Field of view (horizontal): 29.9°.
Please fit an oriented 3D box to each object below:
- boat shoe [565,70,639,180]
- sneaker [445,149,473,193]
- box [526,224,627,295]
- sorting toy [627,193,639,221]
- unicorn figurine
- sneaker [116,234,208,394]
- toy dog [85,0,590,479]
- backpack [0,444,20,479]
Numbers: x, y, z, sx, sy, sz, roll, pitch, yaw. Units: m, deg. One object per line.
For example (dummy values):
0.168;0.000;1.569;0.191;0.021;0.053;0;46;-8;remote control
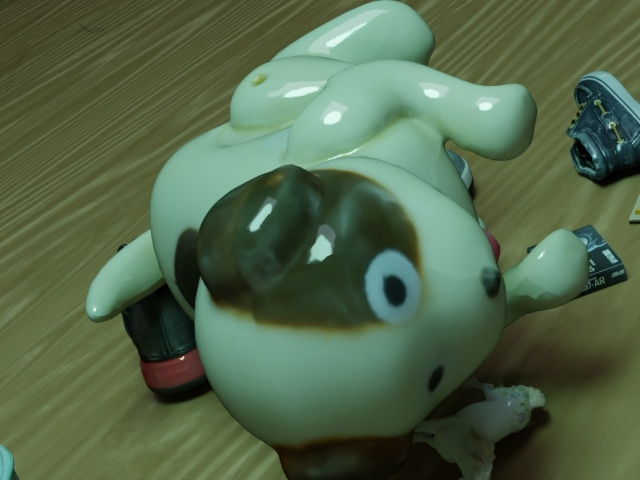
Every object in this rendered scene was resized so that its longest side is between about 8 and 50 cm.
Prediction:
0.292;-0.125;1.280;0.083;0.065;0.183;-20;28;-3;boat shoe
0.020;-0.064;1.227;0.295;0.178;0.124;-33;30;-24;sneaker
0.235;0.021;1.105;0.067;0.018;0.083;-20;27;1;box
0.341;-0.037;1.146;0.083;0.012;0.062;-1;33;34;sorting toy
0.112;0.149;0.911;0.162;0.060;0.111;-41;30;-29;unicorn figurine
-0.142;0.031;1.213;0.098;0.135;0.276;-17;26;10;sneaker
0.000;0.000;0.911;0.395;0.284;0.408;-10;19;-4;toy dog
-0.338;0.250;0.905;0.225;0.191;0.253;-6;26;27;backpack
